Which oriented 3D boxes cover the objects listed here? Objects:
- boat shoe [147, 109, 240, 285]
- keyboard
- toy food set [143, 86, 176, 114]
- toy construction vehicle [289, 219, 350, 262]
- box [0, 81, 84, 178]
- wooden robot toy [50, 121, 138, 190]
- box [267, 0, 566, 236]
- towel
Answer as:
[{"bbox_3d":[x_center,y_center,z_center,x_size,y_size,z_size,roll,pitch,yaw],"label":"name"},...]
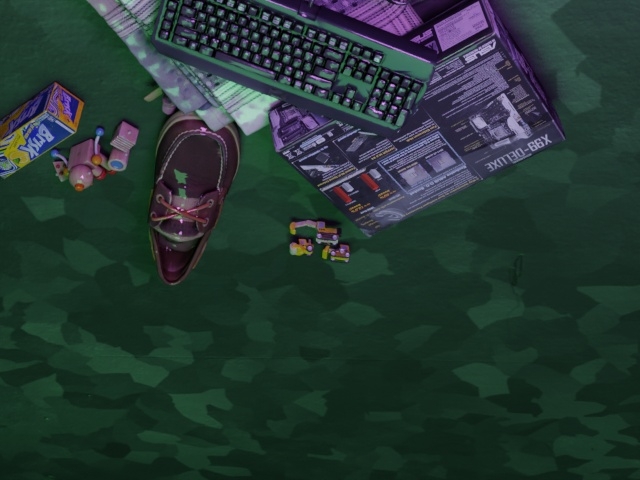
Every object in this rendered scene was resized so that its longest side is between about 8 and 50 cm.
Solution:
[{"bbox_3d":[-0.193,-0.051,1.500,0.123,0.123,0.342,10,144,-15],"label":"boat shoe"},{"bbox_3d":[-0.019,-0.245,1.160,0.317,0.033,0.201,19,120,-6],"label":"keyboard"},{"bbox_3d":[-0.177,-0.186,1.416,0.078,0.019,0.122,-27,141,35],"label":"toy food set"},{"bbox_3d":[0.000,0.000,1.638,0.098,0.035,0.086,5,154,3],"label":"toy construction vehicle"},{"bbox_3d":[-0.409,-0.153,1.448,0.169,0.059,0.054,-25,134,34],"label":"box"},{"bbox_3d":[-0.329,-0.102,1.492,0.173,0.079,0.076,-19,137,29],"label":"wooden robot toy"},{"bbox_3d":[0.127,-0.147,1.320,0.308,0.076,0.242,-27,141,20],"label":"box"},{"bbox_3d":[-0.085,-0.277,1.219,0.324,0.056,0.312,-24,135,21],"label":"towel"}]
